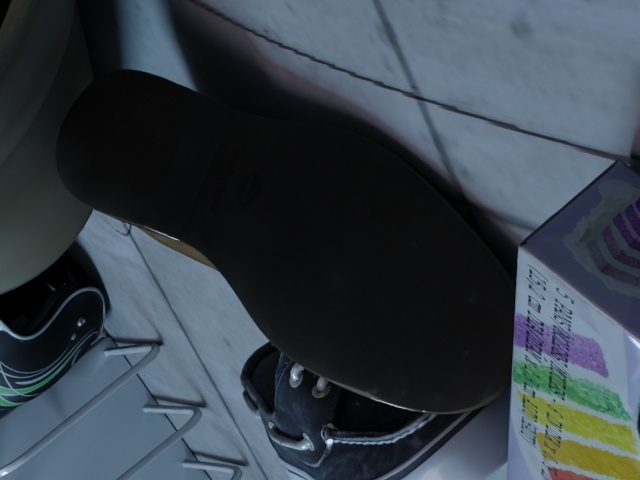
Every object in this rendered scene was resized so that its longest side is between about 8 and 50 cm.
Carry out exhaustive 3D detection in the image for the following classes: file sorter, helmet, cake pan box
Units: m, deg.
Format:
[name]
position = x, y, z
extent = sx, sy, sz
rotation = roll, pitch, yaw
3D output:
[file sorter]
position = -0.156, 0.249, 1.452
extent = 0.278, 0.193, 0.173
rotation = 57, 156, -11
[helmet]
position = -0.284, 0.066, 1.441
extent = 0.169, 0.161, 0.169
rotation = 34, 139, 36
[cake pan box]
position = 0.184, 0.121, 0.685
extent = 0.246, 0.070, 0.267
rotation = 39, 156, 25

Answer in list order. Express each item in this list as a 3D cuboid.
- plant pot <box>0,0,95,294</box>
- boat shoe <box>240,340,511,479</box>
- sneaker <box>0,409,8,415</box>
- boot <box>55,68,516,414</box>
[plant pot]
position = -0.264, -0.092, 1.009
extent = 0.323, 0.323, 0.280
rotation = 42, 173, 25
[boat shoe]
position = 0.022, 0.087, 0.934
extent = 0.102, 0.108, 0.301
rotation = 53, 167, -7
[sneaker]
position = -0.395, 0.108, 1.697
extent = 0.319, 0.127, 0.208
rotation = -44, 66, 32
[boot]
position = 0.000, 0.000, 0.882
extent = 0.305, 0.112, 0.115
rotation = 31, -179, 36
